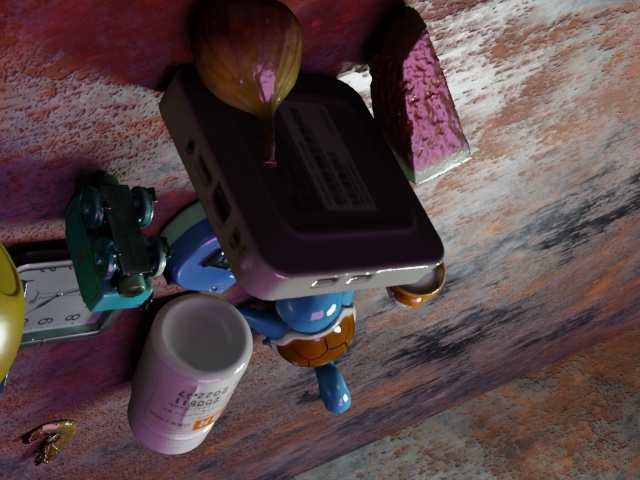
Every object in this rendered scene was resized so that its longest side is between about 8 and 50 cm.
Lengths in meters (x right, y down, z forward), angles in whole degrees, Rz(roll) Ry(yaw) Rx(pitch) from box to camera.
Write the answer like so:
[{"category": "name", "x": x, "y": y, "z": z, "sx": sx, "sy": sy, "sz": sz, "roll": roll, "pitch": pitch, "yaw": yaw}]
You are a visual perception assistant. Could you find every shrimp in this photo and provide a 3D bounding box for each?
[{"category": "shrimp", "x": -0.635, "y": 0.467, "z": 2.322, "sx": 0.178, "sy": 0.034, "sz": 0.124, "roll": -43, "pitch": 149, "yaw": 26}]

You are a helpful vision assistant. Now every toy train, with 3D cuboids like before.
[{"category": "toy train", "x": -0.321, "y": 0.007, "z": 1.576, "sx": 0.112, "sy": 0.203, "sz": 0.163, "roll": -1, "pitch": 153, "yaw": -35}]

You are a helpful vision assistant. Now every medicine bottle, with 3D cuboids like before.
[{"category": "medicine bottle", "x": -0.283, "y": 0.288, "z": 2.133, "sx": 0.211, "sy": 0.211, "sz": 0.371, "roll": -14, "pitch": 151, "yaw": -29}]

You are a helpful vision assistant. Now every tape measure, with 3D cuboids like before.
[{"category": "tape measure", "x": -0.134, "y": -0.033, "z": 1.818, "sx": 0.351, "sy": 0.098, "sz": 0.215, "roll": -42, "pitch": 153, "yaw": 22}]

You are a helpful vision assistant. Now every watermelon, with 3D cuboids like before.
[{"category": "watermelon", "x": 0.143, "y": -0.246, "z": 1.589, "sx": 0.140, "sy": 0.193, "sz": 0.256, "roll": -25, "pitch": 140, "yaw": -7}]

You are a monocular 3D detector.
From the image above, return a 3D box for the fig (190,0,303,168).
[{"category": "fig", "x": -0.099, "y": -0.216, "z": 1.384, "sx": 0.143, "sy": 0.230, "sz": 0.160, "roll": 6, "pitch": -175, "yaw": 35}]

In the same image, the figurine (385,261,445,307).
[{"category": "figurine", "x": 0.213, "y": 0.087, "z": 2.380, "sx": 0.143, "sy": 0.143, "sz": 0.271, "roll": -27, "pitch": 175, "yaw": -3}]

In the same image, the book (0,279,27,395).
[{"category": "book", "x": -0.591, "y": 0.132, "z": 1.539, "sx": 0.269, "sy": 0.025, "sz": 0.191, "roll": 13, "pitch": 90, "yaw": -39}]

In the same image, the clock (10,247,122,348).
[{"category": "clock", "x": -0.453, "y": 0.094, "z": 1.778, "sx": 0.279, "sy": 0.049, "sz": 0.273, "roll": -5, "pitch": 146, "yaw": -41}]

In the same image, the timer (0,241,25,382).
[{"category": "timer", "x": -0.596, "y": 0.112, "z": 1.323, "sx": 0.387, "sy": 0.376, "sz": 0.376, "roll": -32, "pitch": 155, "yaw": 0}]

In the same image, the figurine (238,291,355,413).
[{"category": "figurine", "x": -0.027, "y": 0.193, "z": 2.262, "sx": 0.298, "sy": 0.243, "sz": 0.416, "roll": -16, "pitch": 133, "yaw": -4}]

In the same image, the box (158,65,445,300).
[{"category": "box", "x": -0.021, "y": -0.094, "z": 1.489, "sx": 0.373, "sy": 0.367, "sz": 0.090, "roll": -4, "pitch": 147, "yaw": -43}]
